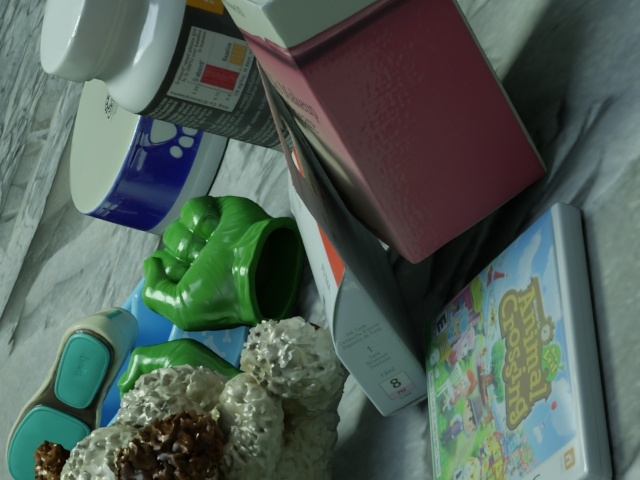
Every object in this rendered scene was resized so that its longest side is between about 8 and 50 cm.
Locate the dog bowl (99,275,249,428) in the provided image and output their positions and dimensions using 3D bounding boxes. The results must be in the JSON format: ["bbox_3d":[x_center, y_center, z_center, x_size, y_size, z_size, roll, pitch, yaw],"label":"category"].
[{"bbox_3d":[-0.163,0.115,1.900,0.297,0.074,0.166,-49,34,46],"label":"dog bowl"}]

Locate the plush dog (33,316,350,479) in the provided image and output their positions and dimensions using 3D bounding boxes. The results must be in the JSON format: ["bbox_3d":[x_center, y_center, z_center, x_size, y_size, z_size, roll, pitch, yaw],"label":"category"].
[{"bbox_3d":[-0.108,0.189,1.475,0.262,0.225,0.210,-25,73,49],"label":"plush dog"}]

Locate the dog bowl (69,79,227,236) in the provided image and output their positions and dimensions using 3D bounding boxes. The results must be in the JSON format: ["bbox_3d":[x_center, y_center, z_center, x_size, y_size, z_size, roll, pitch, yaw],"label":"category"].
[{"bbox_3d":[-0.191,-0.144,2.075,0.265,0.104,0.265,-45,37,50],"label":"dog bowl"}]

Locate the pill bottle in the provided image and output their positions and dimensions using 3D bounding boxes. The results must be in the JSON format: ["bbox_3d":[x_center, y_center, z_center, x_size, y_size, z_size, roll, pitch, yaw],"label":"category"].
[{"bbox_3d":[-0.102,-0.180,1.668,0.162,0.278,0.162,-43,40,51],"label":"pill bottle"}]

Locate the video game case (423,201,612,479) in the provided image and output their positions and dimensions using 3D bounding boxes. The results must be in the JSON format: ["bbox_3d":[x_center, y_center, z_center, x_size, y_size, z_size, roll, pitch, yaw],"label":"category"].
[{"bbox_3d":[0.132,0.109,1.289,0.193,0.023,0.212,-48,36,48],"label":"video game case"}]

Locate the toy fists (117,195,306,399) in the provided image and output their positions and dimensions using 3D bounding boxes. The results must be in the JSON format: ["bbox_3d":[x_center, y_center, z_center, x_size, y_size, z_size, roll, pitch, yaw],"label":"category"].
[{"bbox_3d":[-0.113,0.092,1.706,0.142,0.096,0.279,6,82,41],"label":"toy fists"}]

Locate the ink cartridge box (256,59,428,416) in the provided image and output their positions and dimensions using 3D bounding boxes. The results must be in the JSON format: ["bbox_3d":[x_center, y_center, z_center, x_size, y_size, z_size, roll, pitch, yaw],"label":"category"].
[{"bbox_3d":[0.000,0.000,1.420,0.066,0.232,0.189,-32,37,11],"label":"ink cartridge box"}]

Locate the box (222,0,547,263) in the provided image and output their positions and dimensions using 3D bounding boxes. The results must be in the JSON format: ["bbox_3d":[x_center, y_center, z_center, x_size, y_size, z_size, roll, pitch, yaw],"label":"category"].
[{"bbox_3d":[0.041,-0.123,1.341,0.127,0.232,0.148,-35,24,-6],"label":"box"}]

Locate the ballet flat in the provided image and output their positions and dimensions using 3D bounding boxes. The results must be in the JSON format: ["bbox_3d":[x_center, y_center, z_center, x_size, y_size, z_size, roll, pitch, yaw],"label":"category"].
[{"bbox_3d":[-0.255,0.160,1.911,0.248,0.086,0.086,-56,30,36],"label":"ballet flat"}]
